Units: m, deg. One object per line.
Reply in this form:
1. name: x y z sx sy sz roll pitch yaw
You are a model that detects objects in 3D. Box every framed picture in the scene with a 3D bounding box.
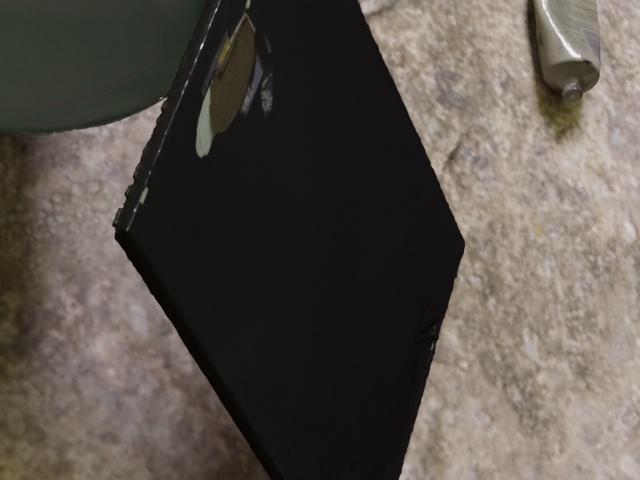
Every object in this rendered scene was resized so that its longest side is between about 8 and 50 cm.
1. framed picture: 0.000 0.000 1.010 0.324 0.013 0.244 62 37 -46

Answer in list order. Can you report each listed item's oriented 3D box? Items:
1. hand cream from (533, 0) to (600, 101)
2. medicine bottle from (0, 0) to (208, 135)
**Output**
1. hand cream: 0.161 -0.160 1.310 0.057 0.037 0.165 18 52 -24
2. medicine bottle: -0.171 -0.230 0.992 0.245 0.245 0.290 10 64 -28
